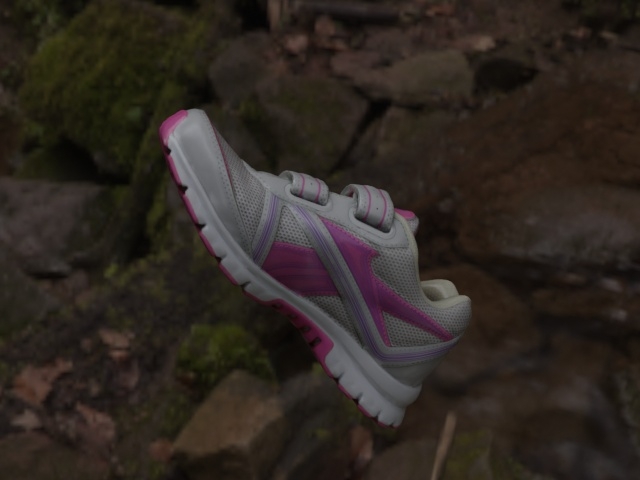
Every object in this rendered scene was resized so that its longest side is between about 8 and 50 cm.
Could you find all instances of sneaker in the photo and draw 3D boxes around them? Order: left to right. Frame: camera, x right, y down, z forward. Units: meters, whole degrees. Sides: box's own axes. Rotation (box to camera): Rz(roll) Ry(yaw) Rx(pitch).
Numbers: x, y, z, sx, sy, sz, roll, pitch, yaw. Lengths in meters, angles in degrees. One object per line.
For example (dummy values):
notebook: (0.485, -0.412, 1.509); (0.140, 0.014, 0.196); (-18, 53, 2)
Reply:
sneaker: (0.000, 0.000, 0.899); (0.111, 0.252, 0.103); (-43, 21, 2)
